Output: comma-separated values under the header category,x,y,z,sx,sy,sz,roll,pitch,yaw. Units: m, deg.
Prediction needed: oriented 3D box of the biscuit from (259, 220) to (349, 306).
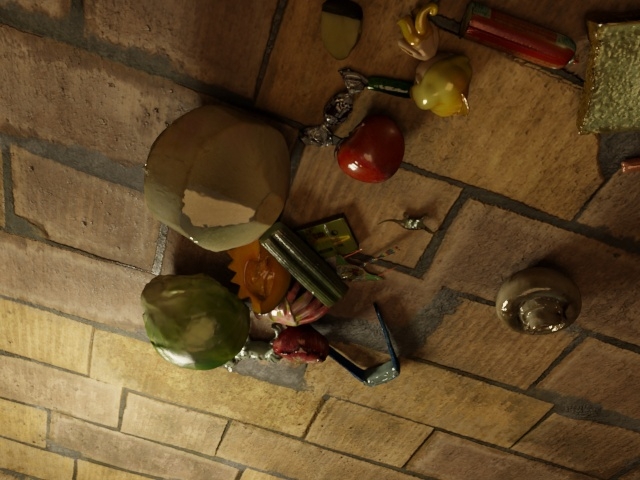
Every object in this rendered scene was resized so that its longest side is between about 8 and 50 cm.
category,x,y,z,sx,sy,sz,roll,pitch,yaw
biscuit,-0.041,0.071,1.474,0.099,0.038,0.322,-41,117,6

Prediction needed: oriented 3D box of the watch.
category,x,y,z,sx,sy,sz,roll,pitch,yaw
watch,0.173,0.355,1.712,0.276,0.068,0.274,-36,110,30

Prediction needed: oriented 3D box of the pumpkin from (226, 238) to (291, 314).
category,x,y,z,sx,sy,sz,roll,pitch,yaw
pumpkin,-0.178,0.075,1.523,0.130,0.149,0.254,3,101,38

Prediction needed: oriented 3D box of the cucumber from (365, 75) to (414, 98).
category,x,y,z,sx,sy,sz,roll,pitch,yaw
cucumber,0.171,-0.349,1.181,0.167,0.039,0.039,11,128,1

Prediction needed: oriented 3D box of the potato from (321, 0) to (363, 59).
category,x,y,z,sx,sy,sz,roll,pitch,yaw
potato,0.048,-0.449,1.105,0.096,0.066,0.103,31,139,14

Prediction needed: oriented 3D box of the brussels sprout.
category,x,y,z,sx,sy,sz,roll,pitch,yaw
brussels sprout,-0.374,0.233,1.576,0.343,0.268,0.344,3,106,11

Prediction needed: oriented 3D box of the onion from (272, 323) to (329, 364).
category,x,y,z,sx,sy,sz,roll,pitch,yaw
onion,-0.061,0.317,1.634,0.183,0.147,0.184,-1,171,0

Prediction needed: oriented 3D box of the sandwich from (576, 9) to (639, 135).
category,x,y,z,sx,sy,sz,roll,pitch,yaw
sandwich,0.660,-0.356,1.078,0.226,0.087,0.251,-4,129,12

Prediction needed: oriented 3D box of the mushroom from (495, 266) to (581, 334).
category,x,y,z,sx,sy,sz,roll,pitch,yaw
mushroom,0.605,0.181,1.441,0.226,0.178,0.227,10,134,10

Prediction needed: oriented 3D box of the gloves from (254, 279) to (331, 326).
category,x,y,z,sx,sy,sz,roll,pitch,yaw
gloves,-0.074,0.203,1.590,0.241,0.126,0.145,-1,125,16

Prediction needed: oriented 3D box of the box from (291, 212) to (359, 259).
category,x,y,z,sx,sy,sz,roll,pitch,yaw
box,0.000,0.000,1.477,0.193,0.030,0.121,-16,124,20

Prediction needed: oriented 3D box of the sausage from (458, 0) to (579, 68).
category,x,y,z,sx,sy,sz,roll,pitch,yaw
sausage,0.419,-0.415,1.071,0.263,0.083,0.083,17,128,-7

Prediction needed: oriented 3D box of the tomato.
category,x,y,z,sx,sy,sz,roll,pitch,yaw
tomato,0.120,-0.207,1.223,0.167,0.167,0.167,4,128,5

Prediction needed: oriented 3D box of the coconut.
category,x,y,z,sx,sy,sz,roll,pitch,yaw
coconut,-0.231,-0.143,1.231,0.352,0.353,0.353,4,128,5

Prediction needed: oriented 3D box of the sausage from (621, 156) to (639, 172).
category,x,y,z,sx,sy,sz,roll,pitch,yaw
sausage,0.763,-0.182,1.231,0.083,0.034,0.034,-8,126,15

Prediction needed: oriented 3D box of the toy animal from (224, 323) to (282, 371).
category,x,y,z,sx,sy,sz,roll,pitch,yaw
toy animal,-0.236,0.358,1.753,0.255,0.090,0.170,-9,130,17

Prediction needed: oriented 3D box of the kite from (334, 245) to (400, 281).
category,x,y,z,sx,sy,sz,roll,pitch,yaw
kite,0.129,0.068,1.503,0.198,0.006,0.244,31,134,-28

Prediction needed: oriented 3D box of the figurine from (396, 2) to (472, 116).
category,x,y,z,sx,sy,sz,roll,pitch,yaw
figurine,0.248,-0.373,1.108,0.156,0.131,0.246,-37,109,-4

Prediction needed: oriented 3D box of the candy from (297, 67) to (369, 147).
category,x,y,z,sx,sy,sz,roll,pitch,yaw
candy,0.029,-0.305,1.224,0.094,0.051,0.226,35,126,-12

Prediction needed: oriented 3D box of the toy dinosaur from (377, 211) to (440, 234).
category,x,y,z,sx,sy,sz,roll,pitch,yaw
toy dinosaur,0.246,-0.050,1.400,0.180,0.037,0.058,14,123,-4
